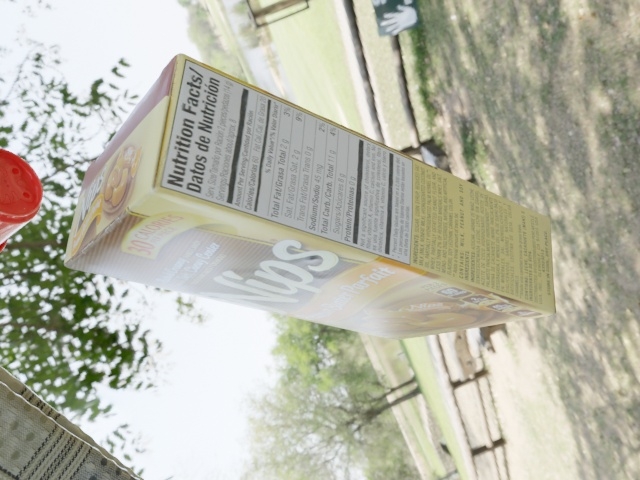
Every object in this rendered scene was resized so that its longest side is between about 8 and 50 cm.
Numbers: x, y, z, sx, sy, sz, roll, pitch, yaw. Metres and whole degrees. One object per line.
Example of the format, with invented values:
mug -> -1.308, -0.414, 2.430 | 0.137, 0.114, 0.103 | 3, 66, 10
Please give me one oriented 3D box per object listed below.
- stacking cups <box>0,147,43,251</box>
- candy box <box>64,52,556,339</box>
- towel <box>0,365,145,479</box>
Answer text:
stacking cups -> -0.354, 0.026, 0.492 | 0.096, 0.316, 0.096 | 38, -143, -35
candy box -> 0.000, 0.000, 0.440 | 0.183, 0.317, 0.087 | -23, 57, 52
towel -> -0.311, 0.266, 0.457 | 0.056, 0.312, 0.324 | -4, 133, 52
